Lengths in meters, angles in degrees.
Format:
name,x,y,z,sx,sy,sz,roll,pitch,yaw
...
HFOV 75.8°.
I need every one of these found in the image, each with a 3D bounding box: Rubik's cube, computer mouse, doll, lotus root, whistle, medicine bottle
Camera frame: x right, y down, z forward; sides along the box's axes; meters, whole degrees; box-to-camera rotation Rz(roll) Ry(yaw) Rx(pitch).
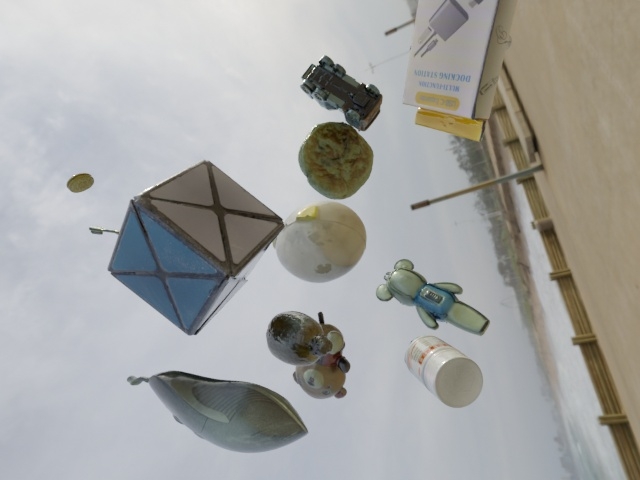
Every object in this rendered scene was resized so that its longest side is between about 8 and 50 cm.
name,x,y,z,sx,sy,sz,roll,pitch,yaw
Rubik's cube,-0.275,0.013,0.931,0.260,0.259,0.255,36,-142,0
computer mouse,-0.204,0.301,0.723,0.167,0.380,0.090,73,-150,-44
doll,0.006,0.442,1.538,0.174,0.235,0.329,-46,-33,-63
lotus root,-0.047,0.213,0.885,0.088,0.192,0.113,10,-96,-38
whistle,0.228,0.123,0.841,0.114,0.236,0.077,-50,-37,-17
medicine bottle,0.137,0.146,0.469,0.089,0.057,0.057,-161,51,-82

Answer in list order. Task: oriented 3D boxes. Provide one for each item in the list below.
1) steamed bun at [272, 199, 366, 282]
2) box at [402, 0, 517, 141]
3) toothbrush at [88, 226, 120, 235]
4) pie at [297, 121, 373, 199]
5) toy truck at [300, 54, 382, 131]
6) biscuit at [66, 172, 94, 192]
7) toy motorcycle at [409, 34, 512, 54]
name,x,y,z,sx,sy,sz,roll,pitch,yaw
steamed bun,-0.001,0.005,1.585,0.334,0.374,0.333,18,-124,-29
box,0.157,-0.246,0.463,0.129,0.033,0.247,40,131,53
toothbrush,-0.721,-0.019,1.549,0.026,0.295,0.028,-86,5,-57
pie,0.048,-0.233,1.190,0.241,0.054,0.240,4,-101,-19
toy truck,0.051,-0.408,1.163,0.257,0.108,0.140,36,176,14
biscuit,-0.798,-0.191,1.367,0.023,0.084,0.084,50,-158,9
toy motorcycle,0.250,-0.340,0.718,0.228,0.151,0.074,-111,13,-67
